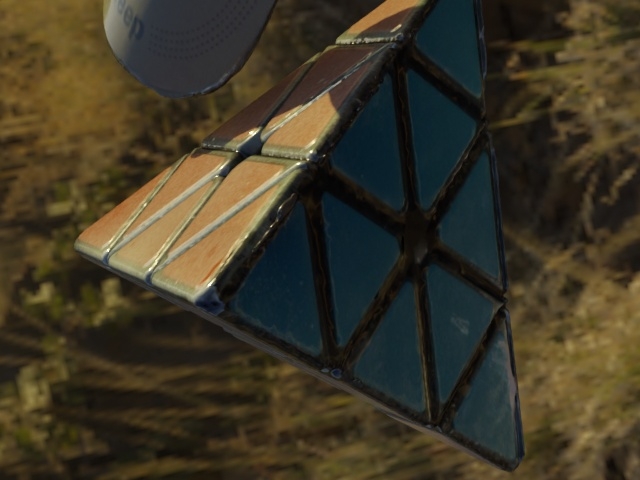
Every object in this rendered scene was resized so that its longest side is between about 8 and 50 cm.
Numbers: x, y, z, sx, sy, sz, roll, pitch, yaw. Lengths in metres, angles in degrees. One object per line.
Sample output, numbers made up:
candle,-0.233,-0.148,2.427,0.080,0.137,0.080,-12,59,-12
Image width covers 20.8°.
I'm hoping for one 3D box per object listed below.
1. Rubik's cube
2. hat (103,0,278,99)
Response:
Rubik's cube,0.000,-0.002,0.983,0.233,0.228,0.228,103,152,-49
hat,-0.101,-0.214,1.003,0.245,0.149,0.214,-56,44,20
